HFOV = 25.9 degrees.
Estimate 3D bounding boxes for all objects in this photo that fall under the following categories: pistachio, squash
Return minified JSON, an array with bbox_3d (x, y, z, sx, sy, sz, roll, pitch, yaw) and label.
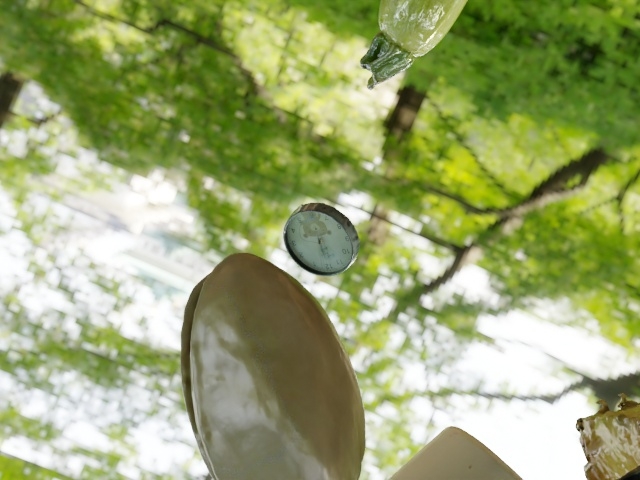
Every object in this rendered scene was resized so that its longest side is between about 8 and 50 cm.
[{"bbox_3d":[-0.037,0.120,1.083,0.135,0.226,0.136,-19,176,-1],"label":"pistachio"},{"bbox_3d":[0.088,-0.226,1.143,0.094,0.224,0.094,23,-176,-2],"label":"squash"}]

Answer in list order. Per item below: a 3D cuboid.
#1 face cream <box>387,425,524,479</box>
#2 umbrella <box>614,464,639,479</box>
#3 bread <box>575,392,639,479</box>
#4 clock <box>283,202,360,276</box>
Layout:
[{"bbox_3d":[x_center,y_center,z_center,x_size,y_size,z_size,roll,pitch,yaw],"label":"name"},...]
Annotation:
[{"bbox_3d":[0.060,0.340,1.299,0.173,0.348,0.081,44,161,22],"label":"face cream"},{"bbox_3d":[0.244,0.230,0.810,0.118,0.118,0.340,30,173,47],"label":"umbrella"},{"bbox_3d":[0.332,0.166,1.032,0.260,0.147,0.160,-7,177,-19],"label":"bread"},{"bbox_3d":[0.000,0.000,1.471,0.085,0.085,0.017,25,-142,11],"label":"clock"}]
